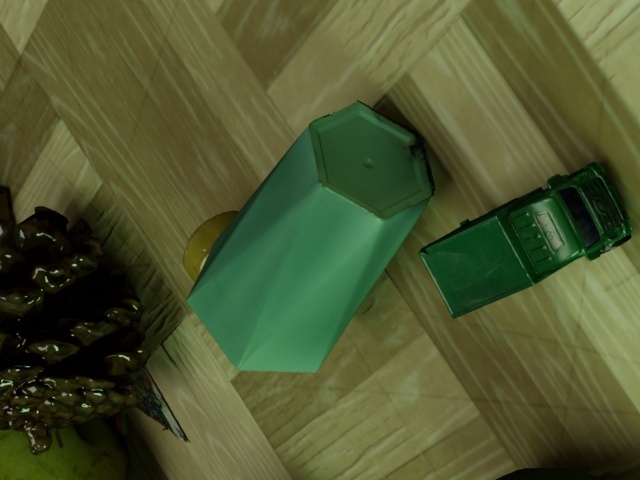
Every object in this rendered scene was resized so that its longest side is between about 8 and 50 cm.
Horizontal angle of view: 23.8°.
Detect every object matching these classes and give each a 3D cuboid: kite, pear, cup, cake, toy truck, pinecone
[{"bbox_3d":[-0.231,0.159,1.742,0.241,0.014,0.183,30,135,36],"label":"kite"},{"bbox_3d":[-0.362,0.294,1.760,0.283,0.283,0.284,31,135,37],"label":"pear"},{"bbox_3d":[0.000,0.000,1.242,0.236,0.148,0.134,-50,45,50],"label":"cup"},{"bbox_3d":[-0.084,0.014,1.391,0.044,0.084,0.084,43,141,33],"label":"cake"},{"bbox_3d":[0.148,-0.002,1.084,0.147,0.079,0.065,-28,89,54],"label":"toy truck"},{"bbox_3d":[-0.308,0.097,1.607,0.243,0.243,0.257,103,149,-44],"label":"pinecone"}]

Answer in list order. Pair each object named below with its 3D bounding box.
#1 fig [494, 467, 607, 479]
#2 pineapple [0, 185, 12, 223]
[{"bbox_3d":[0.191,0.261,1.141,0.225,0.203,0.203,-98,8,-54],"label":"fig"},{"bbox_3d":[-0.388,-0.020,1.793,0.114,0.077,0.114,63,-178,-21],"label":"pineapple"}]
